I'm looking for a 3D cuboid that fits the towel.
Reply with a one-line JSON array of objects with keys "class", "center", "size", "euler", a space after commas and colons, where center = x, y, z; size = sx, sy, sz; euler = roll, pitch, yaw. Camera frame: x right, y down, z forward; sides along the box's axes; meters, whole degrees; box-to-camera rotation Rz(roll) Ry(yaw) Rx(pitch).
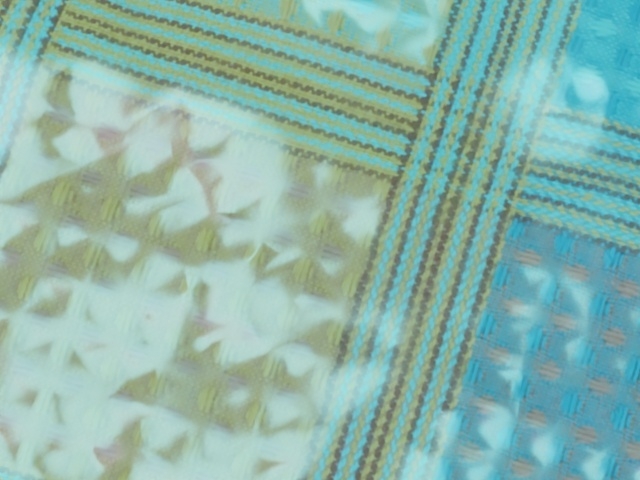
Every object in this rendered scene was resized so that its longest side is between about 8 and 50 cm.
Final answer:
[{"class": "towel", "center": [0.000, 0.000, 0.436], "size": [0.370, 0.040, 0.271], "euler": [16, 82, 1]}]
